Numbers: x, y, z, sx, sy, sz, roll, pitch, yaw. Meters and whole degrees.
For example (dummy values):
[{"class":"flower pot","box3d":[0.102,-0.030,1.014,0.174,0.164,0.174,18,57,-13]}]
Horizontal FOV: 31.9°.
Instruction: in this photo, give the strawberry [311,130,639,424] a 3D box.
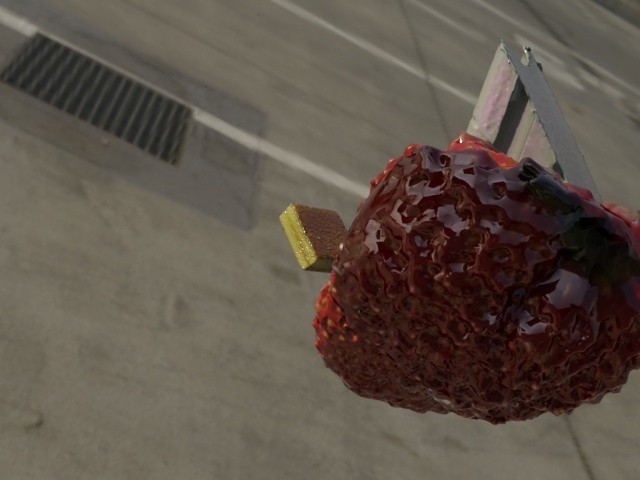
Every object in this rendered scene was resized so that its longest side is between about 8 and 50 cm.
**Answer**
[{"class":"strawberry","box3d":[0.133,0.048,0.898,0.261,0.257,0.261,32,1,-1]}]

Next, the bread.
[{"class":"bread","box3d":[0.000,0.000,1.438,0.094,0.035,0.090,7,48,-49]}]

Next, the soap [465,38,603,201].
[{"class":"soap","box3d":[0.298,-0.065,1.351,0.258,0.302,0.159,22,9,26]}]
